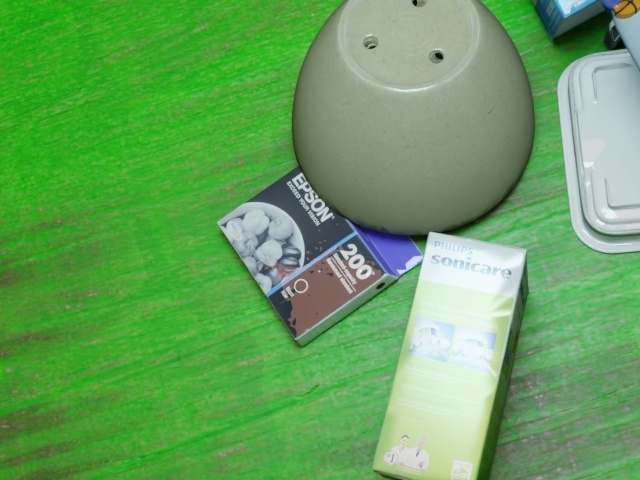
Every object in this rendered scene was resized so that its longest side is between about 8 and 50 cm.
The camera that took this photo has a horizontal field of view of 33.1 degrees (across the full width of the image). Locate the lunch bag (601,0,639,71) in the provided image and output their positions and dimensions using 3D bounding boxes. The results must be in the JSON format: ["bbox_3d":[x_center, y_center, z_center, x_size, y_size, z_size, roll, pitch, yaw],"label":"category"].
[{"bbox_3d":[0.565,-0.221,1.186,0.385,0.239,0.328,-29,72,20],"label":"lunch bag"}]

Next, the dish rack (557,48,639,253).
[{"bbox_3d":[0.482,-0.136,1.381,0.333,0.072,0.285,-6,74,11],"label":"dish rack"}]

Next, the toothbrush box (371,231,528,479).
[{"bbox_3d":[0.163,0.158,1.286,0.122,0.206,0.283,10,76,14],"label":"toothbrush box"}]

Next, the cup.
[{"bbox_3d":[0.114,-0.201,1.363,0.331,0.237,0.331,-2,69,5],"label":"cup"}]

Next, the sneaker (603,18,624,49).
[{"bbox_3d":[0.465,-0.300,1.430,0.178,0.072,0.077,-31,72,2],"label":"sneaker"}]

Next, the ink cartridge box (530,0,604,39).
[{"bbox_3d":[0.320,-0.408,1.365,0.171,0.168,0.232,-29,88,8],"label":"ink cartridge box"}]

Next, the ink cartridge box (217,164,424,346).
[{"bbox_3d":[0.000,0.000,1.451,0.208,0.045,0.206,-35,70,-1],"label":"ink cartridge box"}]
